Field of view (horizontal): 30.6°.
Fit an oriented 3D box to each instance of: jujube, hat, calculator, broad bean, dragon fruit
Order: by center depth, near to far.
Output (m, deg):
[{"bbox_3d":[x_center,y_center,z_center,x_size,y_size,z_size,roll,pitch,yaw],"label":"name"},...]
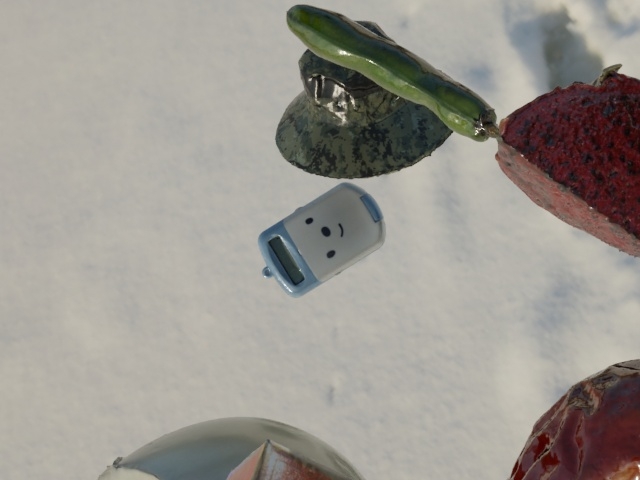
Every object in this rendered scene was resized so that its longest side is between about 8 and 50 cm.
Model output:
[{"bbox_3d":[0.199,0.189,0.765,0.174,0.174,0.250,-93,20,-46],"label":"jujube"},{"bbox_3d":[0.069,-0.157,1.081,0.254,0.065,0.046,33,113,22],"label":"broad bean"},{"bbox_3d":[0.046,-0.198,1.460,0.265,0.128,0.265,-12,40,10],"label":"hat"},{"bbox_3d":[0.395,-0.117,1.632,0.205,0.317,0.152,-55,4,-10],"label":"dragon fruit"},{"bbox_3d":[0.000,0.000,1.812,0.210,0.121,0.039,-31,-6,3],"label":"calculator"}]

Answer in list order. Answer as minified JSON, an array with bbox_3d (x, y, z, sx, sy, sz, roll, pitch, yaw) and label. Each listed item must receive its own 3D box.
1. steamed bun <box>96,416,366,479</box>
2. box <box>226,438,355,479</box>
[{"bbox_3d":[-0.054,0.301,0.919,0.324,0.206,0.324,3,93,50],"label":"steamed bun"},{"bbox_3d":[-0.007,0.179,0.445,0.048,0.112,0.175,-45,21,56],"label":"box"}]
